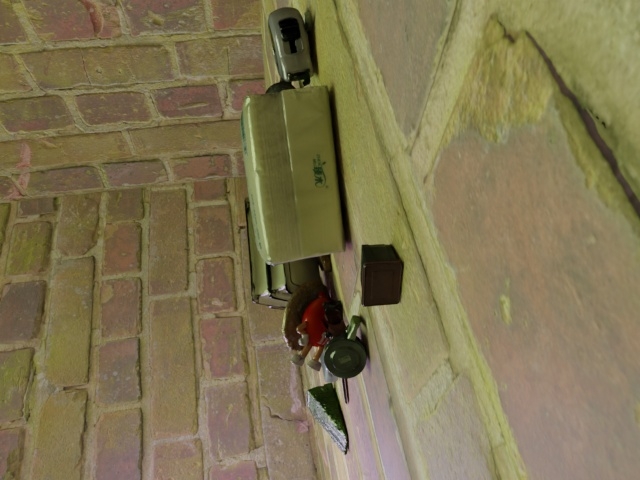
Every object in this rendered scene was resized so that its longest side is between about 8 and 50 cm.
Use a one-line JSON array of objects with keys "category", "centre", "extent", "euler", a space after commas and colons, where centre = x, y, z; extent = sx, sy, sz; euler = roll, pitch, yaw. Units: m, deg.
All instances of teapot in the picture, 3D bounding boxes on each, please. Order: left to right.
[{"category": "teapot", "centre": [0.067, 0.232, 1.089], "extent": [0.092, 0.124, 0.091], "euler": [43, -165, -6]}]

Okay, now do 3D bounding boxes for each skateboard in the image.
[{"category": "skateboard", "centre": [0.043, 0.216, 1.295], "extent": [0.151, 0.067, 0.080], "euler": [-99, -4, -57]}]

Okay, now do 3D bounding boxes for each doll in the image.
[{"category": "doll", "centre": [-0.003, 0.254, 1.393], "extent": [0.183, 0.085, 0.217], "euler": [35, -111, -54]}]

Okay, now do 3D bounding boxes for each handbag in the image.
[{"category": "handbag", "centre": [-0.107, 0.031, 1.563], "extent": [0.237, 0.160, 0.358], "euler": [21, -125, -49]}]

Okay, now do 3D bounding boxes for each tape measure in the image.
[{"category": "tape measure", "centre": [-0.069, -0.498, 1.261], "extent": [0.196, 0.105, 0.178], "euler": [-109, 6, -62]}]

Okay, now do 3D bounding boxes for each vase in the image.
[{"category": "vase", "centre": [-0.113, -0.485, 1.573], "extent": [0.120, 0.120, 0.182], "euler": [107, 168, -72]}]

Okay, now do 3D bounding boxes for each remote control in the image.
[{"category": "remote control", "centre": [0.005, 0.281, 1.625], "extent": [0.145, 0.050, 0.343], "euler": [91, 169, -47]}]

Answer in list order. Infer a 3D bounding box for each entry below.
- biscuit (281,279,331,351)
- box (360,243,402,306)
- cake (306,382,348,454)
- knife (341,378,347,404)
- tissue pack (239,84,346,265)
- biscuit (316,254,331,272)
[{"category": "biscuit", "centre": [-0.038, 0.218, 1.440], "extent": [0.033, 0.220, 0.219], "euler": [12, 117, 35]}, {"category": "box", "centre": [0.090, 0.050, 0.763], "extent": [0.063, 0.060, 0.084], "euler": [-94, 1, -54]}, {"category": "cake", "centre": [0.054, 0.585, 1.645], "extent": [0.235, 0.099, 0.100], "euler": [38, 138, 49]}, {"category": "knife", "centre": [0.063, 0.373, 1.422], "extent": [0.060, 0.028, 0.230], "euler": [-79, -19, -75]}, {"category": "tissue pack", "centre": [-0.072, -0.148, 1.190], "extent": [0.297, 0.208, 0.379], "euler": [-152, 55, -78]}, {"category": "biscuit", "centre": [-0.003, 0.000, 1.470], "extent": [0.182, 0.034, 0.215], "euler": [94, 167, -58]}]
